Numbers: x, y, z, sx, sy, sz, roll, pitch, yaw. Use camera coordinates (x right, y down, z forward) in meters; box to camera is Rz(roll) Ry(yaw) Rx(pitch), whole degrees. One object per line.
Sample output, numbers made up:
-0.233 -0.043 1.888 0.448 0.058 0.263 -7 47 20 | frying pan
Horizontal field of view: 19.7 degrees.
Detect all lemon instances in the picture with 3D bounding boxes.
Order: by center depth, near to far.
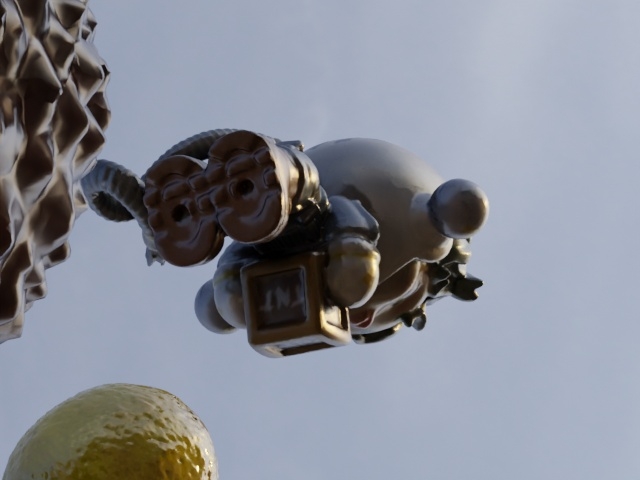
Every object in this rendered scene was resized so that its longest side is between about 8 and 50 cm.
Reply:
-0.109 0.131 0.950 0.133 0.109 0.109 -33 -57 -38 | lemon

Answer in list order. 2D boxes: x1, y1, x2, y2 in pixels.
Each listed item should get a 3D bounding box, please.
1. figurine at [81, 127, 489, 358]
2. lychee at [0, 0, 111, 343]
0.004 0.001 1.486 0.382 0.261 0.186 11 -106 -67 | figurine
-0.195 -0.046 0.586 0.264 0.264 0.300 5 -75 -33 | lychee
